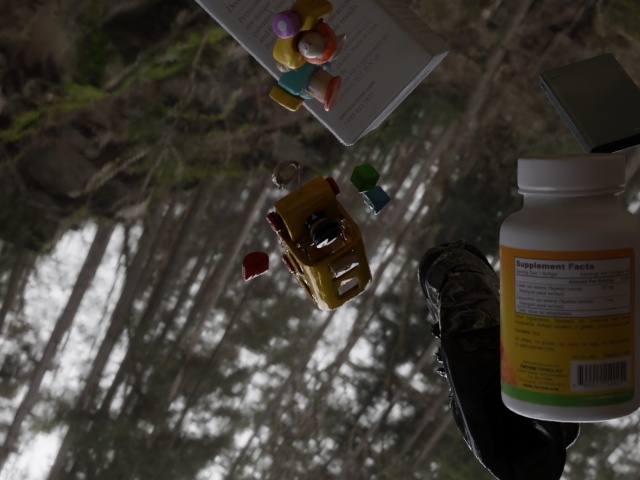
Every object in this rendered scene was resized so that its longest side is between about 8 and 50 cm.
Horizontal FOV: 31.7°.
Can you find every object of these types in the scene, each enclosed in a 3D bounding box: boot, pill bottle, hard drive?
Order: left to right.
[{"bbox_3d":[0.255,0.200,1.441,0.367,0.146,0.445,54,-175,-10],"label":"boot"},{"bbox_3d":[0.242,0.040,1.091,0.136,0.246,0.136,-2,-174,0],"label":"pill bottle"},{"bbox_3d":[0.321,-0.155,1.290,0.094,0.022,0.135,-17,-130,-8],"label":"hard drive"}]

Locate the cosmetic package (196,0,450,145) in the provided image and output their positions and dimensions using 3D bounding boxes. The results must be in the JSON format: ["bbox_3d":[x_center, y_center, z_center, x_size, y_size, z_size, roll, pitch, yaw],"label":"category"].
[{"bbox_3d":[-0.056,-0.340,1.438,0.453,0.161,0.230,45,-164,1],"label":"cosmetic package"}]

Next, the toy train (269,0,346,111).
[{"bbox_3d":[0.015,-0.160,0.840,0.046,0.166,0.125,36,-118,13],"label":"toy train"}]

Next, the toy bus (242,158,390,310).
[{"bbox_3d":[0.007,0.004,1.448,0.202,0.191,0.104,0,-139,-44],"label":"toy bus"}]
